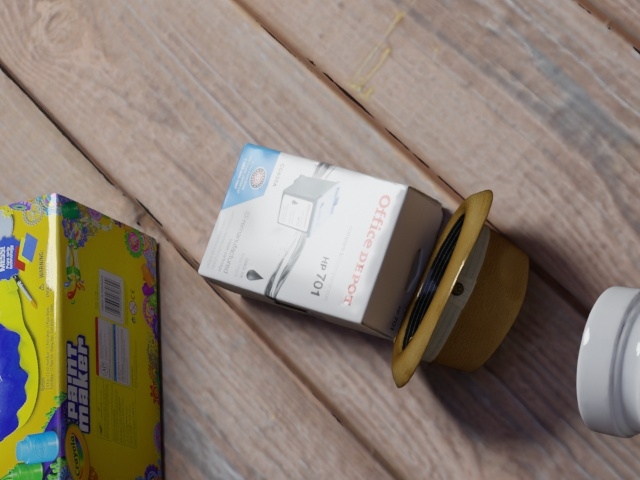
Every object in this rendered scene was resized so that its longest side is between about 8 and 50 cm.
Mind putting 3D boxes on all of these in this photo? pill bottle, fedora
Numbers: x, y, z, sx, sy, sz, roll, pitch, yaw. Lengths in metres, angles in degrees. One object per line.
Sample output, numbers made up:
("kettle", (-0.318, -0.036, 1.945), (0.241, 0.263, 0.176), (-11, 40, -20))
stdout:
("pill bottle", (0.349, 0.115, 1.537), (0.265, 0.153, 0.153), (9, 80, 31))
("fedora", (0.131, 0.052, 1.700), (0.079, 0.194, 0.194), (25, 87, -5))

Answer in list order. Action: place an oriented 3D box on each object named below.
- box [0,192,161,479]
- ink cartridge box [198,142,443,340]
("box", (-0.319, 0.139, 1.885), (0.279, 0.177, 0.290), (-13, 69, 26))
("ink cartridge box", (0.000, 0.000, 1.807), (0.191, 0.082, 0.139), (15, 83, 33))
